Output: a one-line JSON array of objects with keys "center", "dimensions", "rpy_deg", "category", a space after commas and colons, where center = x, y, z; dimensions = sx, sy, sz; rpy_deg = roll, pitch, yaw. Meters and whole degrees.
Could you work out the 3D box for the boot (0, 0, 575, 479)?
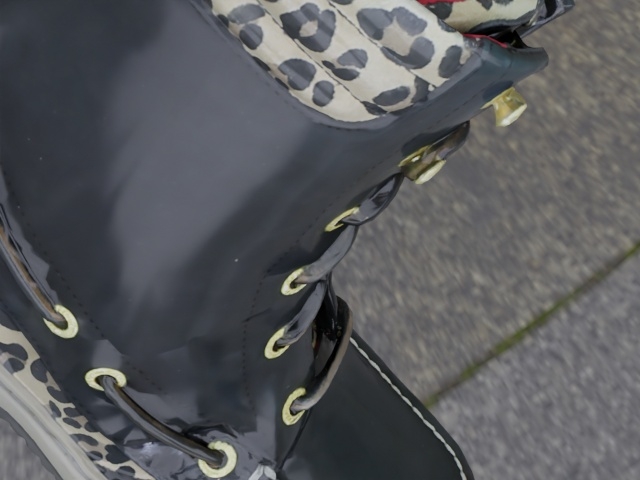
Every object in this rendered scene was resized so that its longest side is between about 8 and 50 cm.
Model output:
[{"center": [-0.001, 0.001, 0.462], "dimensions": [0.178, 0.085, 0.236], "rpy_deg": [-31, 123, 35], "category": "boot"}]
